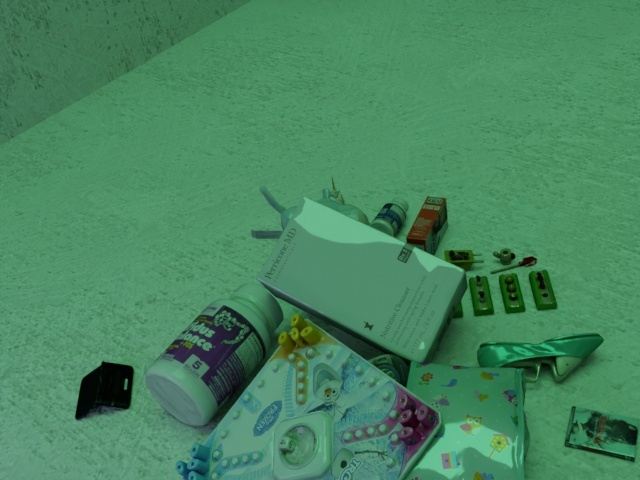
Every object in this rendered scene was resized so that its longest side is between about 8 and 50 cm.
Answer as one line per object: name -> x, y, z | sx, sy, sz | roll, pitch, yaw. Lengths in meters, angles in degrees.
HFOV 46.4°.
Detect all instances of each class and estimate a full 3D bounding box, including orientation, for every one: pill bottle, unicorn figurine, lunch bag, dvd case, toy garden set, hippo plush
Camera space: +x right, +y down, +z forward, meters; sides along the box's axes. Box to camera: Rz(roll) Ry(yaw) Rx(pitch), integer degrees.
pill bottle -> 0.180, -0.057, 1.915 | 0.067, 0.067, 0.120 | 12, 44, 28
unicorn figurine -> 0.045, -0.080, 1.999 | 0.111, 0.060, 0.162 | -35, 59, -27
pill bottle -> -0.213, 0.231, 1.585 | 0.169, 0.169, 0.301 | 15, 46, 31
lunch bag -> 0.252, 0.351, 1.311 | 0.223, 0.160, 0.262 | 0, 34, 15
dvd case -> 0.512, 0.349, 1.355 | 0.119, 0.013, 0.087 | 7, 42, 25
toy garden set -> 0.393, 0.079, 1.697 | 0.244, 0.049, 0.204 | -6, 38, 8
hippo plush -> 0.000, 0.000, 1.831 | 0.294, 0.235, 0.236 | 15, 13, 10

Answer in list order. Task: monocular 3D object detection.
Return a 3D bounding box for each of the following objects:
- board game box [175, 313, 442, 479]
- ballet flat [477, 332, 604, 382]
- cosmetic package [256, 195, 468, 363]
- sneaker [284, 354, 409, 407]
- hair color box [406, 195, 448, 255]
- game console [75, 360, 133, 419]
board game box -> -0.040, 0.365, 1.330 | 0.390, 0.050, 0.390 | 30, 77, 44
ballet flat -> 0.437, 0.239, 1.476 | 0.247, 0.083, 0.087 | -7, 62, 8
cosmetic package -> 0.089, 0.090, 1.556 | 0.384, 0.156, 0.217 | 24, 80, 18
sneaker -> 0.042, 0.318, 1.465 | 0.297, 0.111, 0.129 | -27, -2, 3
hair color box -> 0.263, -0.022, 1.826 | 0.053, 0.093, 0.167 | 8, 43, 23
game console -> -0.477, 0.336, 1.655 | 0.107, 0.071, 0.122 | 12, 35, -18
